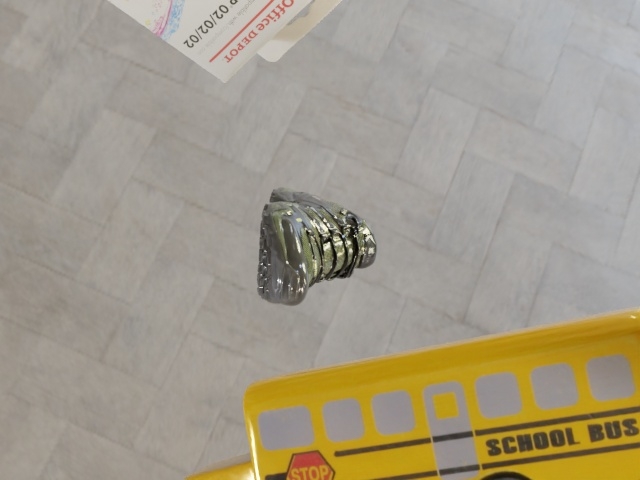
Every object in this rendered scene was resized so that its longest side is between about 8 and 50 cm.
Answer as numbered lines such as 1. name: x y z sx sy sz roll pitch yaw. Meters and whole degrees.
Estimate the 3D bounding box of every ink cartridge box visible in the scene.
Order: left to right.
1. ink cartridge box: -0.069 -0.179 0.639 0.181 0.104 0.062 32 39 -28

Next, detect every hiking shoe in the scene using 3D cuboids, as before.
1. hiking shoe: 0.000 0.000 0.945 0.114 0.227 0.086 5 111 0

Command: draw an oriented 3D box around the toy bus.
1. toy bus: 0.063 0.139 0.649 0.332 0.108 0.130 -13 85 19
